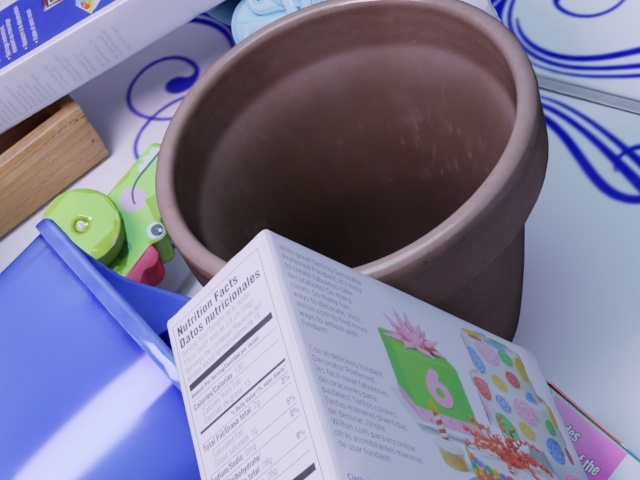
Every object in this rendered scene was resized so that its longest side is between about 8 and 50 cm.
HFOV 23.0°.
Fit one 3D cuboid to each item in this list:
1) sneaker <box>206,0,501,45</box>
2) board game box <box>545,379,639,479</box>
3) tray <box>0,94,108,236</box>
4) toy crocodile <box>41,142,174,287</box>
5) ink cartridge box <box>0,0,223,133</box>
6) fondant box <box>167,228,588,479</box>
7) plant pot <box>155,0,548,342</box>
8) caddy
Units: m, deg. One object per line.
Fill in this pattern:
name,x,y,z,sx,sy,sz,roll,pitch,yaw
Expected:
sneaker,0.013,-0.187,1.315,0.150,0.135,0.366,-43,29,-9
board game box,0.111,0.267,0.965,0.316,0.064,0.242,-39,49,-11
tray,-0.410,-0.019,1.401,0.411,0.076,0.203,-38,49,-12
toy crocodile,-0.203,0.062,1.227,0.105,0.115,0.340,35,71,13
ink cartridge box,-0.260,-0.192,1.374,0.371,0.069,0.175,-28,47,6
fondant box,0.061,0.173,0.851,0.096,0.238,0.330,-43,43,26
plant pot,0.045,-0.008,1.103,0.263,0.229,0.263,-11,50,14
caddy,-0.114,0.117,1.045,0.179,0.241,0.341,-42,36,-7
